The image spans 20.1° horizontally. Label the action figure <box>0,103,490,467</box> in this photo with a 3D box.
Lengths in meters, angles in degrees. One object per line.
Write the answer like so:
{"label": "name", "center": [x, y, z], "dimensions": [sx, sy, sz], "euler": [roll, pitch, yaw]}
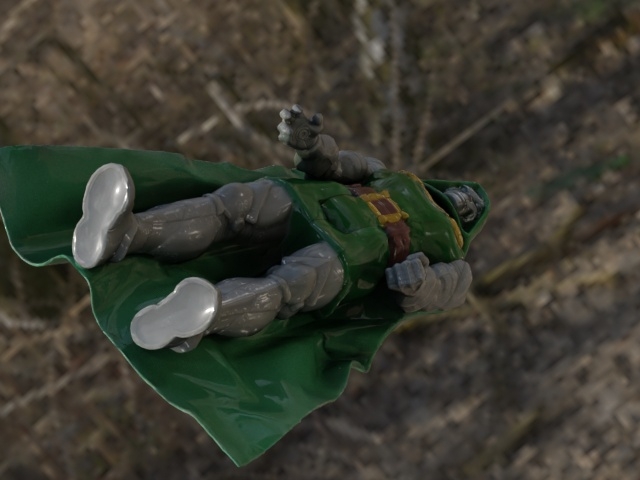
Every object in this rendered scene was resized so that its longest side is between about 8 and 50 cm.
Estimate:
{"label": "action figure", "center": [0.000, 0.000, 0.666], "dimensions": [0.063, 0.137, 0.232], "euler": [-45, -17, 27]}
